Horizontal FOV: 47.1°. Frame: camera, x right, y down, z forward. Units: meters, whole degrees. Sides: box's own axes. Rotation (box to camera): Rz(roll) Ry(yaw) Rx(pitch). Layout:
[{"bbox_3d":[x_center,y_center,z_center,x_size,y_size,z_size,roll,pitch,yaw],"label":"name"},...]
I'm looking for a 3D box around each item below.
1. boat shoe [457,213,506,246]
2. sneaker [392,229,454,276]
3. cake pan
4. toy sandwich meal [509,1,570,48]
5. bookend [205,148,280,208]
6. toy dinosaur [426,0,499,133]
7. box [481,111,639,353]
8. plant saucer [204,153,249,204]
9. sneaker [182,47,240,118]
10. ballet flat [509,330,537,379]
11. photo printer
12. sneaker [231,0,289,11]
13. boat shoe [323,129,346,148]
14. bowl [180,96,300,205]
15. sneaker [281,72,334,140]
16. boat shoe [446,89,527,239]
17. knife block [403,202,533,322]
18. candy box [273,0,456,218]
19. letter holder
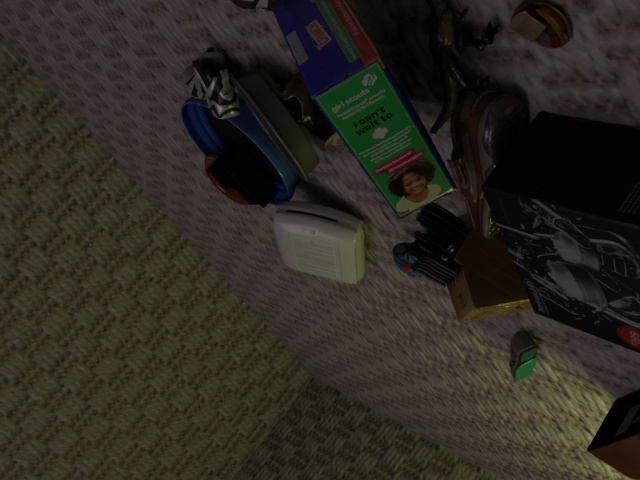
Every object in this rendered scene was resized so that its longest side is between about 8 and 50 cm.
[{"bbox_3d":[0.353,0.001,1.507,0.219,0.078,0.070,16,149,48],"label":"boat shoe"},{"bbox_3d":[0.267,0.016,1.729,0.262,0.104,0.125,10,128,50],"label":"sneaker"},{"bbox_3d":[-0.098,-0.266,1.681,0.293,0.054,0.293,53,179,2],"label":"cake pan"},{"bbox_3d":[0.301,-0.291,1.006,0.085,0.029,0.085,36,161,14],"label":"toy sandwich meal"},{"bbox_3d":[-0.212,-0.165,2.002,0.157,0.072,0.156,46,162,-20],"label":"bookend"},{"bbox_3d":[0.206,-0.280,1.117,0.118,0.064,0.268,25,135,46],"label":"toy dinosaur"},{"bbox_3d":[0.465,0.004,1.133,0.312,0.179,0.343,23,154,46],"label":"box"},{"bbox_3d":[-0.268,-0.171,2.157,0.200,0.037,0.200,36,161,14],"label":"plant saucer"},{"bbox_3d":[-0.272,-0.412,1.784,0.235,0.094,0.153,-126,27,-43],"label":"sneaker"},{"bbox_3d":[0.520,0.292,1.901,0.213,0.072,0.068,74,170,-58],"label":"ballet flat"},{"bbox_3d":[0.000,0.000,2.063,0.256,0.107,0.307,14,156,12],"label":"photo printer"},{"bbox_3d":[-0.072,-0.440,1.288,0.135,0.097,0.276,50,158,-20],"label":"sneaker"},{"bbox_3d":[0.048,-0.228,1.613,0.045,0.050,0.135,41,156,-6],"label":"boat shoe"},{"bbox_3d":[-0.216,-0.258,2.033,0.391,0.077,0.391,36,162,14],"label":"bowl"},{"bbox_3d":[-0.034,-0.280,1.629,0.066,0.071,0.188,23,155,42],"label":"sneaker"},{"bbox_3d":[0.287,-0.135,1.280,0.116,0.123,0.324,34,152,34],"label":"boat shoe"},{"bbox_3d":[0.313,0.029,1.455,0.088,0.276,0.242,118,142,-64],"label":"knife block"},{"bbox_3d":[0.074,-0.231,1.203,0.317,0.122,0.268,46,-162,-45],"label":"candy box"},{"bbox_3d":[0.766,0.448,1.619,0.214,0.152,0.302,34,161,12],"label":"letter holder"}]
